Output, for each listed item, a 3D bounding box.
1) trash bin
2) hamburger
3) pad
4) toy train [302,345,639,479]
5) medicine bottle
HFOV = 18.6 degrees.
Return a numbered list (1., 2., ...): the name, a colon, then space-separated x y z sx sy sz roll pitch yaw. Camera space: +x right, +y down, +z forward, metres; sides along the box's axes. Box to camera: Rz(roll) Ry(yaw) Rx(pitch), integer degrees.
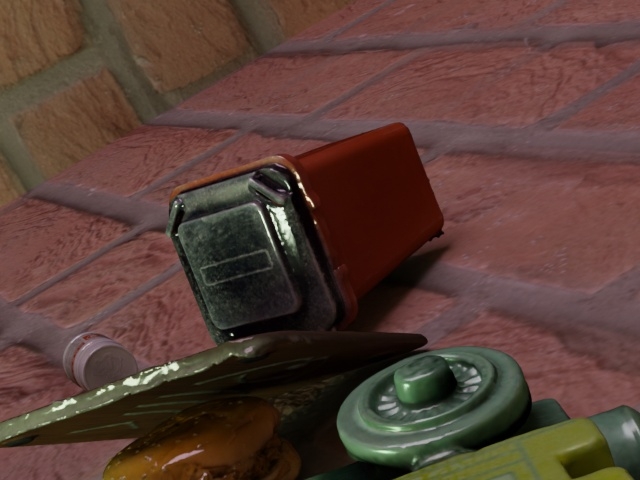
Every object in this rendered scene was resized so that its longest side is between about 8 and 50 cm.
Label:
1. trash bin: 0.000 0.000 1.744 0.161 0.184 0.239 -16 8 40
2. hamburger: -0.092 0.172 1.450 0.138 0.083 0.147 -36 12 -30
3. pad: -0.087 0.116 1.517 0.284 0.018 0.286 -21 -11 26
4. toy train: -0.017 0.206 0.965 0.442 0.179 0.272 -19 20 -1
5. medicine bottle: -0.215 0.121 1.896 0.057 0.057 0.089 -32 16 -15
